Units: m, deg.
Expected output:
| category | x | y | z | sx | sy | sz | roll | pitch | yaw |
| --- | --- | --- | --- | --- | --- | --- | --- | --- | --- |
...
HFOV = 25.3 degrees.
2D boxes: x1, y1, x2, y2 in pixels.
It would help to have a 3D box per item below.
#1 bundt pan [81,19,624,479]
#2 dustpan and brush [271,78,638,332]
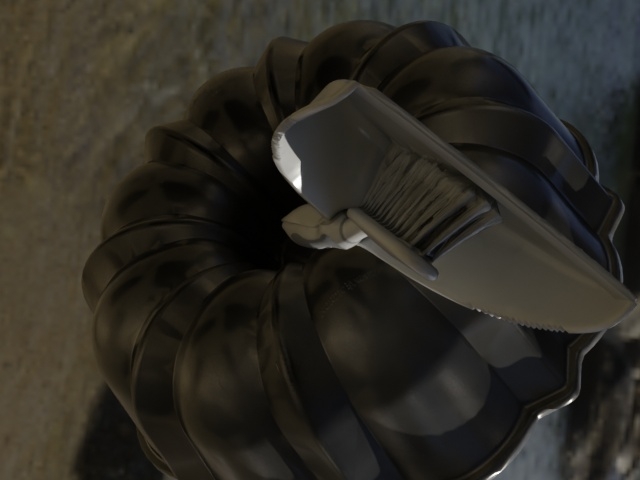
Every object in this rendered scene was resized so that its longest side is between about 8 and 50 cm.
| category | x | y | z | sx | sy | sz | roll | pitch | yaw |
| --- | --- | --- | --- | --- | --- | --- | --- | --- | --- |
| bundt pan | 0.000 | 0.000 | 0.824 | 0.124 | 0.331 | 0.331 | 52 | 43 | -44 |
| dustpan and brush | 0.026 | -0.010 | 0.612 | 0.060 | 0.147 | 0.211 | -54 | -163 | -1 |
